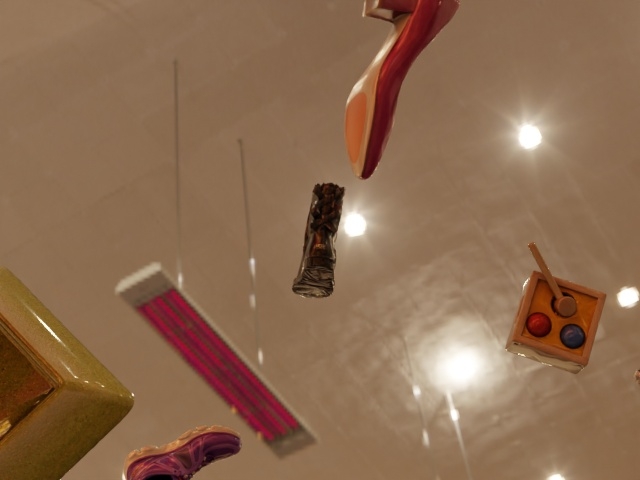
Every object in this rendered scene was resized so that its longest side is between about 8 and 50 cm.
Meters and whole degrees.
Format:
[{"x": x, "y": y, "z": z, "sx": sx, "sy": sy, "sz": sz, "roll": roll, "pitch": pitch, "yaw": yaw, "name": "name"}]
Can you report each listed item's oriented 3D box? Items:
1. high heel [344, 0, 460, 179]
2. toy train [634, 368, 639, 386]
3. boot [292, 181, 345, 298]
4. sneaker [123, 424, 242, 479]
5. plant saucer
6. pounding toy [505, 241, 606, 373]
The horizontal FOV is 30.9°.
[{"x": 0.097, "y": -0.183, "z": 1.336, "sx": 0.117, "sy": 0.244, "sz": 0.082, "roll": 11, "pitch": -12, "yaw": -24, "name": "high heel"}, {"x": 0.602, "y": 0.207, "z": 1.872, "sx": 0.184, "sy": 0.080, "sz": 0.105, "roll": -7, "pitch": -9, "yaw": -13, "name": "toy train"}, {"x": -0.001, "y": 0.000, "z": 1.239, "sx": 0.045, "sy": 0.099, "sz": 0.121, "roll": 8, "pitch": -22, "yaw": -4, "name": "boot"}, {"x": -0.186, "y": 0.314, "z": 1.612, "sx": 0.169, "sy": 0.071, "sz": 0.068, "roll": -19, "pitch": -45, "yaw": -10, "name": "sneaker"}, {"x": -0.269, "y": 0.123, "z": 0.877, "sx": 0.188, "sy": 0.188, "sz": 0.045, "roll": -44, "pitch": -29, "yaw": -13, "name": "plant saucer"}, {"x": 0.333, "y": 0.097, "z": 1.660, "sx": 0.130, "sy": 0.141, "sz": 0.100, "roll": 18, "pitch": -16, "yaw": 5, "name": "pounding toy"}]
